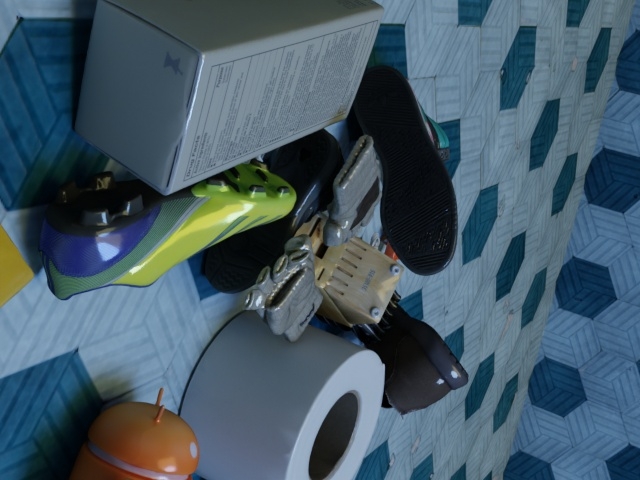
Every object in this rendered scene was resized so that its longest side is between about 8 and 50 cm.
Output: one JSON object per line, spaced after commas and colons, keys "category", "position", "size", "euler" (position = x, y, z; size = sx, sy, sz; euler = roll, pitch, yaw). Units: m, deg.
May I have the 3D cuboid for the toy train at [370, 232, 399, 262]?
{"category": "toy train", "position": [0.086, 0.027, 1.474], "size": [0.166, 0.046, 0.125], "euler": [0, 107, -65]}

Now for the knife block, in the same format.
{"category": "knife block", "position": [-0.003, 0.050, 1.298], "size": [0.275, 0.242, 0.088], "euler": [32, 73, -17]}

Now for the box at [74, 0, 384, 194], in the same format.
{"category": "box", "position": [-0.078, -0.170, 0.906], "size": [0.311, 0.121, 0.148], "euler": [-30, 147, -53]}

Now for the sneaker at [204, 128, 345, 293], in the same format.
{"category": "sneaker", "position": [-0.045, -0.029, 1.113], "size": [0.227, 0.087, 0.130], "euler": [-57, 163, 5]}

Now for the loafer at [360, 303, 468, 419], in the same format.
{"category": "loafer", "position": [0.105, 0.179, 1.418], "size": [0.130, 0.134, 0.366], "euler": [-36, -176, -6]}

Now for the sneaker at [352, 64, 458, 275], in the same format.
{"category": "sneaker", "position": [0.129, -0.084, 1.305], "size": [0.178, 0.124, 0.295], "euler": [27, 48, -71]}

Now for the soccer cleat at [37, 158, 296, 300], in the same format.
{"category": "soccer cleat", "position": [-0.147, -0.015, 0.919], "size": [0.289, 0.093, 0.121], "euler": [-15, 132, -43]}

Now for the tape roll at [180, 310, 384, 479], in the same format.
{"category": "tape roll", "position": [-0.047, 0.228, 1.215], "size": [0.246, 0.169, 0.246], "euler": [-42, 142, -45]}

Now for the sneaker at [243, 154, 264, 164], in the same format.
{"category": "sneaker", "position": [-0.086, -0.086, 1.048], "size": [0.152, 0.061, 0.054], "euler": [-57, 149, -28]}

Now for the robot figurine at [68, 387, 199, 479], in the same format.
{"category": "robot figurine", "position": [-0.206, 0.269, 0.987], "size": [0.158, 0.128, 0.219], "euler": [22, 88, -57]}

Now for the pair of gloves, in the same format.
{"category": "pair of gloves", "position": [0.000, 0.000, 1.074], "size": [0.240, 0.042, 0.204], "euler": [-58, 166, -6]}

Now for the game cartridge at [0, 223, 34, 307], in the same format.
{"category": "game cartridge", "position": [-0.358, 0.012, 0.520], "size": [0.324, 0.052, 0.285], "euler": [-47, 126, -35]}
